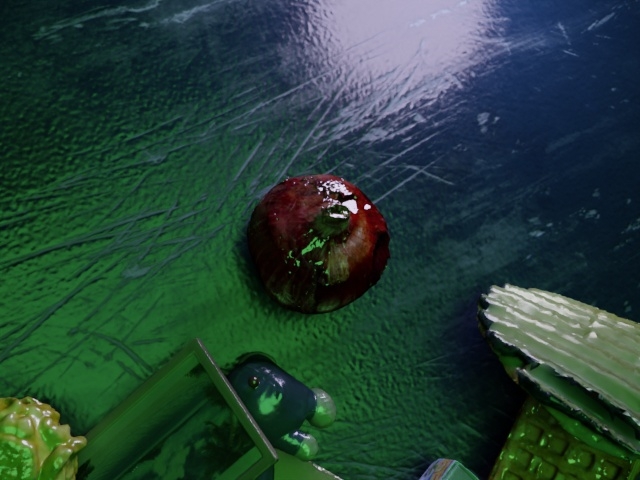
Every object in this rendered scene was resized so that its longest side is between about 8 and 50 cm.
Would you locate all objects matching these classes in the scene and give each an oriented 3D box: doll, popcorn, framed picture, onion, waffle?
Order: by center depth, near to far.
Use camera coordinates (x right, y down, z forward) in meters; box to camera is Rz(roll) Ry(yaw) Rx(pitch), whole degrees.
[{"bbox_3d":[-0.460,0.338,1.073,0.234,0.181,0.217,2,79,-3],"label":"popcorn"},{"bbox_3d":[-0.241,0.336,1.114,0.315,0.024,0.232,-41,67,3],"label":"framed picture"},{"bbox_3d":[-0.124,0.314,1.178,0.228,0.154,0.259,32,88,24],"label":"doll"},{"bbox_3d":[0.000,0.000,1.234,0.252,0.219,0.252,6,70,-16],"label":"onion"},{"bbox_3d":[0.427,0.375,1.258,0.212,0.091,0.308,24,91,29],"label":"waffle"}]

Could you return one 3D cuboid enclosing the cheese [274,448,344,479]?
[{"bbox_3d":[0.045,0.430,1.171,0.400,0.034,0.085,24,66,23],"label":"cheese"}]

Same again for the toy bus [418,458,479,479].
[{"bbox_3d":[0.139,0.516,1.220,0.109,0.136,0.330,46,73,-4],"label":"toy bus"}]

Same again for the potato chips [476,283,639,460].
[{"bbox_3d":[0.447,0.192,1.235,0.358,0.429,0.070,-23,131,-45],"label":"potato chips"}]
